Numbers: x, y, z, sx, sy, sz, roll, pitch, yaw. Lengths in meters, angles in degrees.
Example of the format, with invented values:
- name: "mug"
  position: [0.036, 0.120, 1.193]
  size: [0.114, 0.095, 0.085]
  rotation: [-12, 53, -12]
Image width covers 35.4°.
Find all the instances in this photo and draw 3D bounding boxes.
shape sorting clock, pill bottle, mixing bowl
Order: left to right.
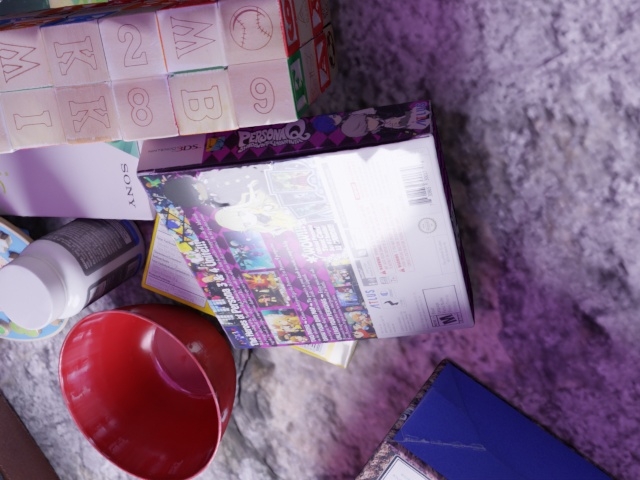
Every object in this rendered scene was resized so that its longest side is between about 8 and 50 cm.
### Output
- name: "shape sorting clock"
  position: [-0.352, 0.035, 1.028]
  size: [0.206, 0.040, 0.206]
  rotation: [15, 138, 14]
- name: "pill bottle"
  position: [-0.233, 0.026, 0.939]
  size: [0.078, 0.137, 0.078]
  rotation: [11, 115, 24]
- name: "mixing bowl"
  position: [-0.148, 0.131, 0.964]
  size: [0.181, 0.098, 0.181]
  rotation: [11, 115, 24]

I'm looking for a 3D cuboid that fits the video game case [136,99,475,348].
- name: "video game case"
  position: [0.000, 0.000, 0.767]
  size: [0.210, 0.042, 0.232]
  rotation: [-7, 140, 13]

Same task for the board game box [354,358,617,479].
- name: "board game box"
  position: [0.111, 0.296, 0.873]
  size: [0.232, 0.141, 0.291]
  rotation: [36, 123, 10]

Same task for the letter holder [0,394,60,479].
- name: "letter holder"
  position: [-0.357, 0.326, 1.145]
  size: [0.152, 0.214, 0.302]
  rotation: [-31, 95, 2]

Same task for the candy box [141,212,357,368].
- name: "candy box"
  position: [-0.055, 0.032, 0.894]
  size: [0.206, 0.027, 0.105]
  rotation: [22, 118, 6]

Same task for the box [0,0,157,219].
- name: "box"
  position: [-0.294, -0.137, 0.949]
  size: [0.322, 0.058, 0.232]
  rotation: [1, 112, 26]

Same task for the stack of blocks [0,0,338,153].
- name: "stack of blocks"
  position: [-0.148, -0.136, 0.762]
  size: [0.297, 0.171, 0.087]
  rotation: [-4, 109, 12]
